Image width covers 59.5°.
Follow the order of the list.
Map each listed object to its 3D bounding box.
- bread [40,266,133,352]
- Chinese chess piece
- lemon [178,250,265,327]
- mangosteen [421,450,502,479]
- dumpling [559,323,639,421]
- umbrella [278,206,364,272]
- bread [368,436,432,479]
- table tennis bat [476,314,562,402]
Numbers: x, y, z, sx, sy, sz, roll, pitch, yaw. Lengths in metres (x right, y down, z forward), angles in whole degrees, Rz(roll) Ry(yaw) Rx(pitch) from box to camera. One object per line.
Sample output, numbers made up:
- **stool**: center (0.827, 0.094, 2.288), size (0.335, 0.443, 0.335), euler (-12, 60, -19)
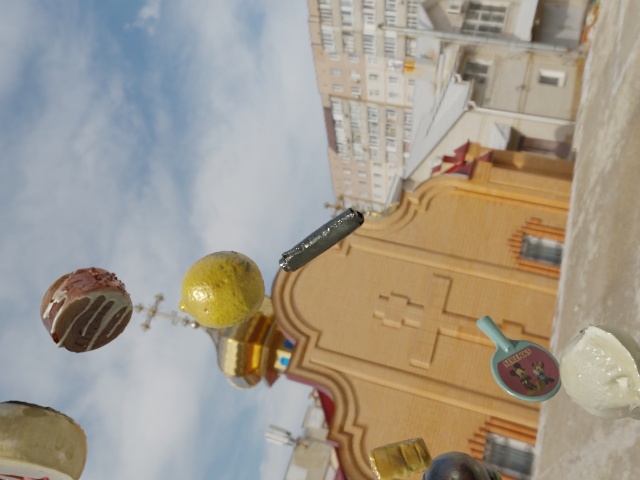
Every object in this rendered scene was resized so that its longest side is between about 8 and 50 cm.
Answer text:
- **bread**: center (-0.427, 0.128, 1.030), size (0.160, 0.073, 0.160), euler (-26, -42, -27)
- **Chinese chess piece**: center (-0.553, 0.384, 1.012), size (0.249, 0.250, 0.103), euler (84, -177, -49)
- **lemon**: center (-0.290, 0.144, 1.645), size (0.228, 0.254, 0.228), euler (-16, -90, -77)
- **mangosteen**: center (0.331, 0.616, 1.306), size (0.216, 0.216, 0.216), euler (12, -90, -75)
- **dumpling**: center (0.573, 0.280, 1.089), size (0.243, 0.227, 0.175), euler (16, -58, -42)
- **umbrella**: center (-0.001, -0.001, 0.738), size (0.036, 0.133, 0.031), euler (43, -159, -31)
- **bread**: center (0.167, 0.464, 1.180), size (0.053, 0.132, 0.074), euler (108, 151, -54)
- **table tennis bat**: center (0.453, 0.271, 1.310), size (0.040, 0.153, 0.244), euler (84, 159, -46)
